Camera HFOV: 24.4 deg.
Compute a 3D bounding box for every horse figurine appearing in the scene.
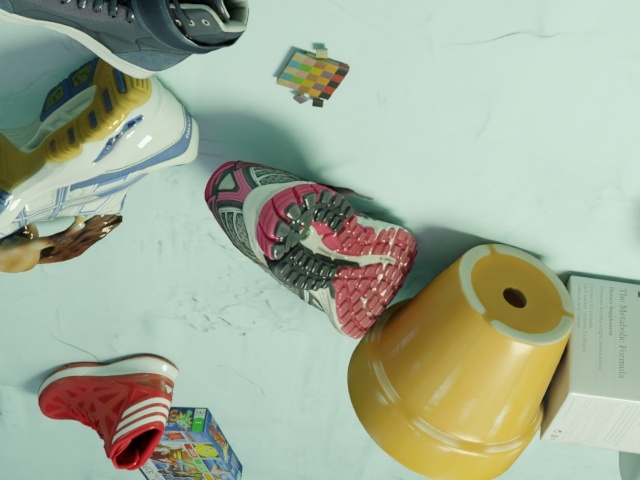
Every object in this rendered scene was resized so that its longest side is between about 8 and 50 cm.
[{"bbox_3d":[-0.335,-0.031,1.469,0.263,0.066,0.174,24,139,-22],"label":"horse figurine"}]

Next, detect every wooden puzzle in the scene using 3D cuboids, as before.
[{"bbox_3d":[-0.007,-0.141,1.262,0.049,0.006,0.083,17,149,-16],"label":"wooden puzzle"}]

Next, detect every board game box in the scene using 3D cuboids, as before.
[{"bbox_3d":[-0.194,0.282,2.013,0.136,0.035,0.201,0,150,12],"label":"board game box"}]

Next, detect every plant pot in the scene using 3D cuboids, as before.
[{"bbox_3d":[0.156,0.111,1.496,0.205,0.205,0.188,16,134,-15],"label":"plant pot"}]

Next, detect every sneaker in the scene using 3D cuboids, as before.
[{"bbox_3d":[-0.153,-0.199,1.097,0.163,0.086,0.226,-8,158,45],"label":"sneaker"},{"bbox_3d":[-0.241,-0.049,1.337,0.296,0.112,0.131,-24,145,26],"label":"sneaker"},{"bbox_3d":[-0.276,0.221,1.830,0.221,0.128,0.087,-20,140,36],"label":"sneaker"},{"bbox_3d":[0.000,0.000,1.422,0.112,0.121,0.299,31,174,32],"label":"sneaker"}]

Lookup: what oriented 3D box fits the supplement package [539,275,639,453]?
[{"bbox_3d":[0.362,0.138,1.534,0.244,0.139,0.134,7,151,-2],"label":"supplement package"}]

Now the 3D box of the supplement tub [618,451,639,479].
[{"bbox_3d":[0.451,0.231,1.672,0.199,0.144,0.144,9,150,-4],"label":"supplement tub"}]
